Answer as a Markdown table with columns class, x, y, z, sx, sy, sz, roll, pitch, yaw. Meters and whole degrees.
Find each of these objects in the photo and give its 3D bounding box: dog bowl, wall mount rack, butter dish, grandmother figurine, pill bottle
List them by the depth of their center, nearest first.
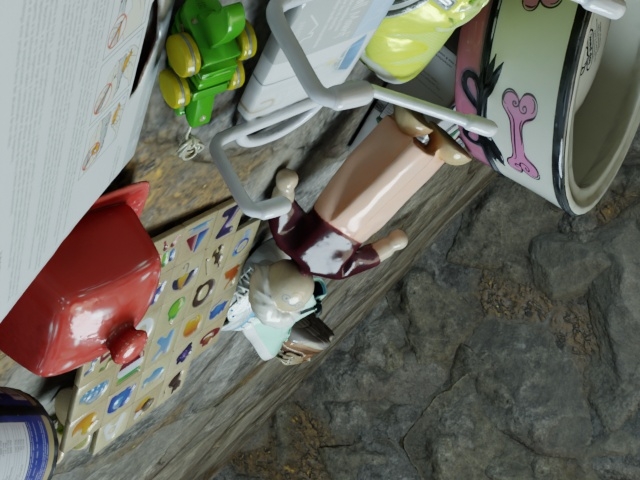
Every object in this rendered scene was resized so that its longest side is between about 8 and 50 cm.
| class | x | y | z | sx | sy | sz | roll | pitch | yaw |
| --- | --- | --- | --- | --- | --- | --- | --- | --- | --- |
| pill bottle | -0.311 | 0.175 | 0.587 | 0.123 | 0.123 | 0.219 | -45 | 167 | -5 |
| butter dish | -0.190 | 0.052 | 0.604 | 0.160 | 0.118 | 0.160 | -31 | 162 | -49 |
| wall mount rack | 0.068 | -0.145 | 0.636 | 0.304 | 0.130 | 0.350 | -26 | 170 | -27 |
| dog bowl | 0.303 | -0.244 | 0.892 | 0.408 | 0.150 | 0.408 | -36 | 136 | -44 |
| grandmother figurine | 0.021 | -0.021 | 0.937 | 0.342 | 0.208 | 0.104 | -50 | -161 | 19 |

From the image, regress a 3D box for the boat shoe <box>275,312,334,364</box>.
| class | x | y | z | sx | sy | sz | roll | pitch | yaw |
| --- | --- | --- | --- | --- | --- | --- | --- | --- | --- |
| boat shoe | -0.052 | 0.217 | 1.573 | 0.116 | 0.123 | 0.324 | -44 | 166 | 2 |

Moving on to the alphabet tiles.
| class | x | y | z | sx | sy | sz | roll | pitch | yaw |
| --- | --- | --- | --- | --- | --- | --- | --- | --- | --- |
| alphabet tiles | -0.186 | 0.105 | 0.884 | 0.285 | 0.011 | 0.342 | -35 | 154 | -52 |

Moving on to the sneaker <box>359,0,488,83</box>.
| class | x | y | z | sx | sy | sz | roll | pitch | yaw |
| --- | --- | --- | --- | --- | --- | --- | --- | --- | --- |
| sneaker | 0.136 | -0.259 | 0.623 | 0.145 | 0.147 | 0.384 | -40 | 167 | -31 |

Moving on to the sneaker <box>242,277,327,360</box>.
| class | x | y | z | sx | sy | sz | roll | pitch | yaw |
| --- | --- | --- | --- | --- | --- | --- | --- | --- | --- |
| sneaker | -0.052 | 0.128 | 1.255 | 0.151 | 0.094 | 0.256 | -23 | 163 | -3 |

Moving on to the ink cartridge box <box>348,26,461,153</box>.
| class | x | y | z | sx | sy | sz | roll | pitch | yaw |
| --- | --- | --- | --- | --- | --- | --- | --- | --- | --- |
| ink cartridge box | 0.154 | -0.193 | 1.008 | 0.160 | 0.092 | 0.219 | -33 | 161 | -45 |

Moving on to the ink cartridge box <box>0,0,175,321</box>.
| class | x | y | z | sx | sy | sz | roll | pitch | yaw |
| --- | --- | --- | --- | --- | --- | --- | --- | --- | --- |
| ink cartridge box | -0.160 | -0.085 | 0.421 | 0.275 | 0.060 | 0.239 | -59 | -173 | 45 |

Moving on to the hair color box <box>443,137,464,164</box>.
| class | x | y | z | sx | sy | sz | roll | pitch | yaw |
| --- | --- | --- | --- | --- | --- | --- | --- | --- | --- |
| hair color box | 0.222 | -0.178 | 1.371 | 0.167 | 0.053 | 0.093 | -35 | 164 | -37 |

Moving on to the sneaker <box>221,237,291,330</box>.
| class | x | y | z | sx | sy | sz | roll | pitch | yaw |
| --- | --- | --- | --- | --- | --- | --- | --- | --- | --- |
| sneaker | -0.109 | 0.075 | 1.058 | 0.083 | 0.071 | 0.190 | -16 | 148 | -55 |

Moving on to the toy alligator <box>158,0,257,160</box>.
| class | x | y | z | sx | sy | sz | roll | pitch | yaw |
| --- | --- | --- | --- | --- | --- | --- | --- | --- | --- |
| toy alligator | -0.093 | -0.123 | 0.537 | 0.056 | 0.051 | 0.189 | -25 | 169 | -27 |

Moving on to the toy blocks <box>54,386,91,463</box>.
| class | x | y | z | sx | sy | sz | roll | pitch | yaw |
| --- | --- | --- | --- | --- | --- | --- | --- | --- | --- |
| toy blocks | -0.287 | 0.215 | 0.949 | 0.123 | 0.054 | 0.148 | -52 | 167 | 21 |

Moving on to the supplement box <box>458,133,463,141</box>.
| class | x | y | z | sx | sy | sz | roll | pitch | yaw |
| --- | --- | --- | --- | --- | --- | --- | --- | --- | --- |
| supplement box | 0.262 | -0.247 | 1.218 | 0.104 | 0.081 | 0.188 | -45 | 167 | -7 |
